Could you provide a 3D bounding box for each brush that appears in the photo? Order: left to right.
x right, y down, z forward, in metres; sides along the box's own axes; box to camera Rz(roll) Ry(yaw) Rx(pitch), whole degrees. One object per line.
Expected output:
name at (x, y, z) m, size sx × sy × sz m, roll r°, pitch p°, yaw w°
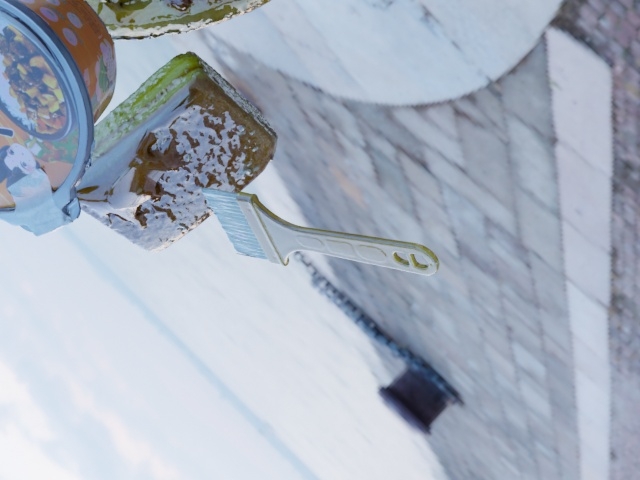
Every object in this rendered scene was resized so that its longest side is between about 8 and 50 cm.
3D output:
brush at (0.000, 0.000, 1.105) m, size 0.272 × 0.013 × 0.103 m, roll 11°, pitch 143°, yaw 34°

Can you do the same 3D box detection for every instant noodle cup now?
instant noodle cup at (-0.231, -0.121, 0.824) m, size 0.125 × 0.178 × 0.208 m, roll -65°, pitch -34°, yaw -59°

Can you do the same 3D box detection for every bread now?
bread at (-0.188, -0.105, 1.397) m, size 0.184 × 0.234 × 0.110 m, roll 39°, pitch -166°, yaw -44°

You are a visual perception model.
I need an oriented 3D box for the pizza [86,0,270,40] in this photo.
pizza at (-0.248, -0.434, 1.339) m, size 0.130 × 0.440 × 0.406 m, roll -96°, pitch -2°, yaw -55°
